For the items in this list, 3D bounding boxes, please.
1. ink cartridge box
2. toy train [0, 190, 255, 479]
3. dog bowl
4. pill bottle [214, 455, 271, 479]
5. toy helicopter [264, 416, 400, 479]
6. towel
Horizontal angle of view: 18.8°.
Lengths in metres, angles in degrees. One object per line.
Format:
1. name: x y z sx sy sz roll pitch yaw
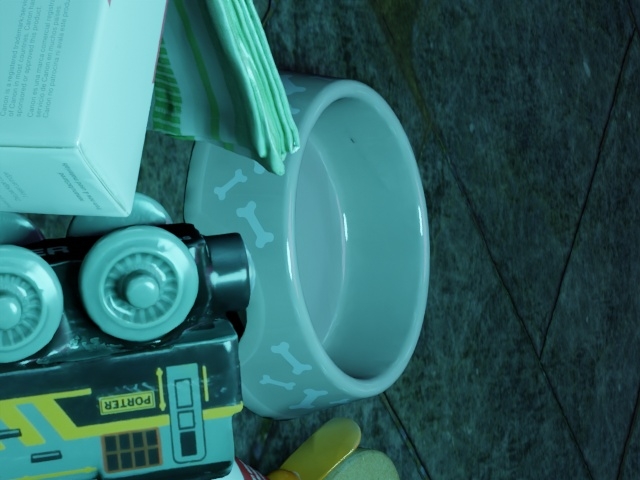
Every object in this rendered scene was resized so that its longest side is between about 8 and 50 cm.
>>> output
1. ink cartridge box: -0.251 -0.133 1.210 0.117 0.283 0.207 64 31 -66
2. toy train: -0.202 0.081 1.259 0.142 0.333 0.190 -134 -142 -70
3. dog bowl: 0.000 0.000 1.877 0.349 0.102 0.349 15 73 -62
4. pill bottle: -0.092 0.286 1.493 0.407 0.229 0.229 39 52 -37
5. toy helicopter: -0.031 0.315 1.759 0.355 0.140 0.235 -44 133 -40
6. towel: -0.151 -0.178 1.403 0.038 0.325 0.248 -34 120 -27
